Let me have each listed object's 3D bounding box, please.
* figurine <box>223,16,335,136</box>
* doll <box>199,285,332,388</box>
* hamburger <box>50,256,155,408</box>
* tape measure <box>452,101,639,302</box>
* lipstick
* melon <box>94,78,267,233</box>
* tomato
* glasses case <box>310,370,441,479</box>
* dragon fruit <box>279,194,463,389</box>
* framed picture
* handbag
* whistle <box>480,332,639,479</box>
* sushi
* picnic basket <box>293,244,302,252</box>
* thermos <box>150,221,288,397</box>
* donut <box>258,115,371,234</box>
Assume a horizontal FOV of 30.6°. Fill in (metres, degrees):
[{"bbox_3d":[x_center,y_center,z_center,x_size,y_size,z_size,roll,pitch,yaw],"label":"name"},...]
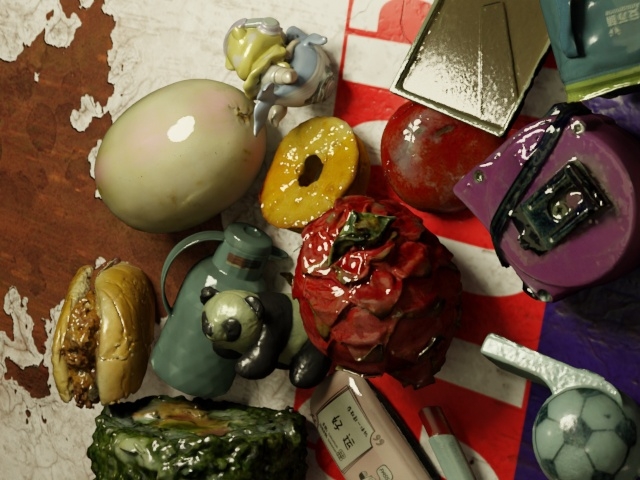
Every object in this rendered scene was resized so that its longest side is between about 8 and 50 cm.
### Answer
[{"bbox_3d":[-0.068,-0.257,1.753,0.184,0.208,0.128,20,136,4],"label":"figurine"},{"bbox_3d":[-0.081,0.141,1.782,0.143,0.234,0.135,22,100,59],"label":"doll"},{"bbox_3d":[-0.369,0.147,1.970,0.156,0.245,0.282,-4,76,2],"label":"hamburger"},{"bbox_3d":[0.313,-0.042,1.502,0.245,0.149,0.231,-46,68,33],"label":"tape measure"},{"bbox_3d":[0.213,0.363,1.678,0.061,0.068,0.274,-34,76,41],"label":"lipstick"},{"bbox_3d":[-0.225,-0.132,1.856,0.317,0.223,0.223,-27,79,39],"label":"melon"},{"bbox_3d":[0.156,-0.122,1.644,0.189,0.099,0.173,-6,90,36],"label":"tomato"},{"bbox_3d":[0.093,0.337,1.762,0.122,0.075,0.314,-44,69,29],"label":"glasses case"},{"bbox_3d":[0.080,0.079,1.642,0.244,0.244,0.298,-13,107,38],"label":"dragon fruit"},{"bbox_3d":[0.227,-0.286,1.571,0.192,0.018,0.265,29,93,32],"label":"framed picture"},{"bbox_3d":[0.385,-0.302,1.374,0.263,0.222,0.241,-15,91,36],"label":"handbag"},{"bbox_3d":[0.323,0.245,1.530,0.290,0.163,0.163,21,108,35],"label":"whistle"},{"bbox_3d":[-0.205,0.358,1.858,0.352,0.294,0.178,2,94,40],"label":"sushi"},{"bbox_3d":[0.000,0.000,1.802,0.083,0.065,0.083,-32,75,19],"label":"picnic basket"},{"bbox_3d":[-0.178,0.101,1.884,0.145,0.182,0.286,-111,40,-60],"label":"thermos"},{"bbox_3d":[-0.002,-0.089,1.755,0.174,0.075,0.190,-12,59,34],"label":"donut"}]
